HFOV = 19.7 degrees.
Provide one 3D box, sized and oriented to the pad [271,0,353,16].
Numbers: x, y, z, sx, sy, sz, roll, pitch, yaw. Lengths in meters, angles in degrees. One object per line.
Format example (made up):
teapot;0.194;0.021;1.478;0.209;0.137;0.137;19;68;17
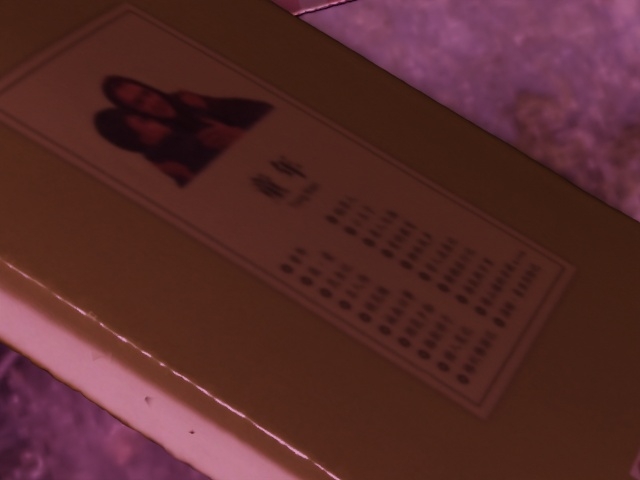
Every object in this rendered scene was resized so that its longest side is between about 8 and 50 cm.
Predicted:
pad;-0.142;-0.151;0.754;0.300;0.005;0.202;-16;77;-1

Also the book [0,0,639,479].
book;0.000;0.000;0.622;0.352;0.239;0.035;31;124;7
